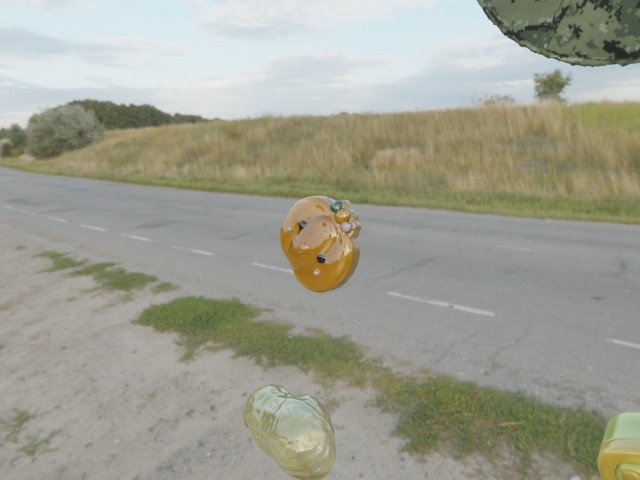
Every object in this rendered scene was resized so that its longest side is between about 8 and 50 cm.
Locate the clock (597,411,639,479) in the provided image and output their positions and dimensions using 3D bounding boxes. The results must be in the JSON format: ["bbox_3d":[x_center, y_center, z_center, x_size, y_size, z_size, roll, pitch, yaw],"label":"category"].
[{"bbox_3d":[0.390,0.289,0.439,0.143,0.202,0.096,-20,-1,40],"label":"clock"}]

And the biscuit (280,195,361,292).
[{"bbox_3d":[-0.003,0.000,0.734,0.170,0.170,0.050,10,7,38],"label":"biscuit"}]

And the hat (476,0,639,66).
[{"bbox_3d":[0.226,-0.271,0.300,0.265,0.266,0.128,7,-4,27],"label":"hat"}]

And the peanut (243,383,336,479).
[{"bbox_3d":[-0.070,0.396,0.923,0.152,0.152,0.313,-9,1,-32],"label":"peanut"}]
